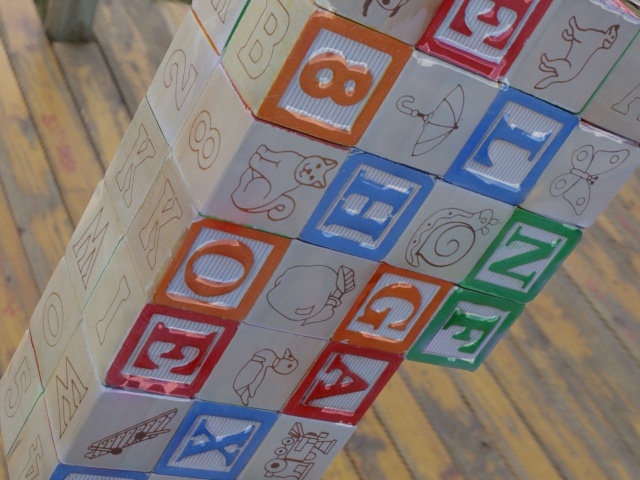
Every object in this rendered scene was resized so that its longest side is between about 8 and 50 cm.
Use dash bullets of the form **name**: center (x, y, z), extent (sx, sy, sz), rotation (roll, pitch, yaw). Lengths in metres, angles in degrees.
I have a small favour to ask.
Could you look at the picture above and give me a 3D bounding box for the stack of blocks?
- **stack of blocks**: center (0.000, 0.000, 0.459), extent (0.171, 0.297, 0.087), rotation (15, 29, -34)
